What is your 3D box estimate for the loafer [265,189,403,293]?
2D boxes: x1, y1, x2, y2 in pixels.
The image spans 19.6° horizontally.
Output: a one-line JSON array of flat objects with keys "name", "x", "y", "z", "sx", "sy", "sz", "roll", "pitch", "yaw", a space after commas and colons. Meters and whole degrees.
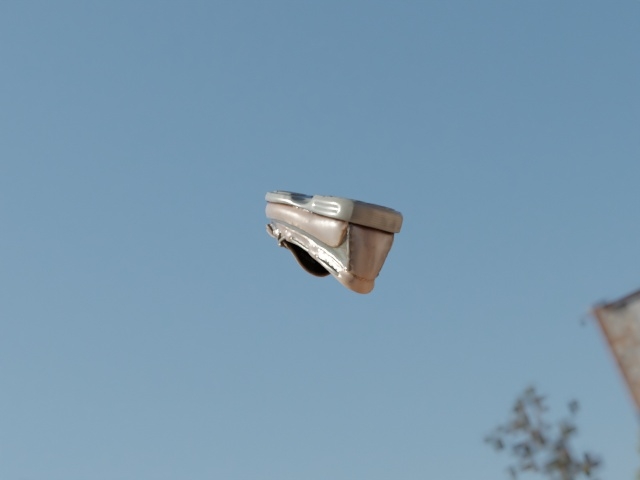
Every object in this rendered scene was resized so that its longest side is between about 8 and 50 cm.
[{"name": "loafer", "x": 0.000, "y": 0.000, "z": 0.832, "sx": 0.045, "sy": 0.039, "sz": 0.125, "roll": 13, "pitch": -1, "yaw": -18}]
